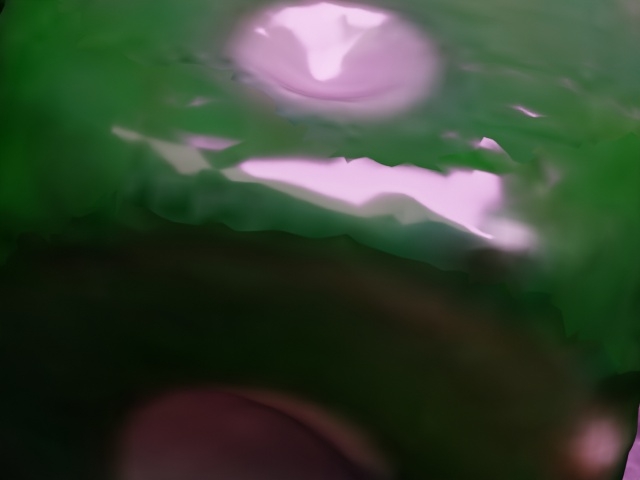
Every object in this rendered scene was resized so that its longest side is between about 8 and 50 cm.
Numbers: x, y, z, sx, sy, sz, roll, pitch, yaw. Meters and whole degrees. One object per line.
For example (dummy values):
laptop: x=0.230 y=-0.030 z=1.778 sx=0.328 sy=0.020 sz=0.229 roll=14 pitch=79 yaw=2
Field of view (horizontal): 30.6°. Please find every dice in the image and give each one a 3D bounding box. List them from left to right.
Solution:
dice: x=0.000 y=0.000 z=0.565 sx=0.287 sy=0.297 sz=0.300 roll=10 pitch=42 yaw=6
